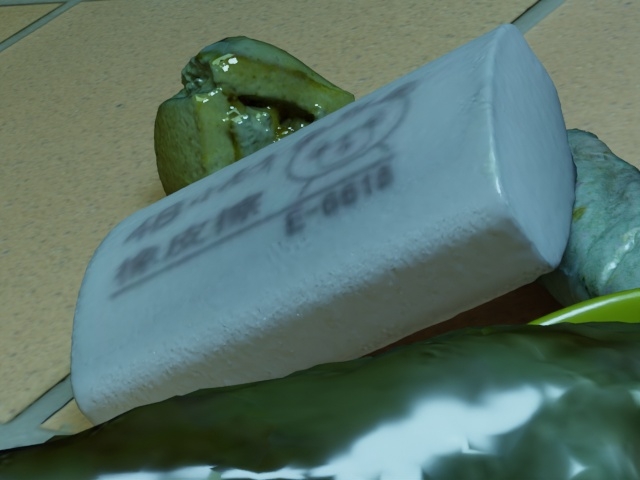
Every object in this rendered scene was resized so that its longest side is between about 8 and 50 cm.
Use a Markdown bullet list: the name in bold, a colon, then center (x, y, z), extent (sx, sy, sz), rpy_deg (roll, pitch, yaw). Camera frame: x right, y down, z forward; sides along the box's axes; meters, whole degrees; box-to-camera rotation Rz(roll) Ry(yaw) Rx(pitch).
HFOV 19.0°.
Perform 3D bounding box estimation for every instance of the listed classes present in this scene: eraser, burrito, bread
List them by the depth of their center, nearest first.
- **burrito**: center (0.164, 0.006, 0.997), extent (0.096, 0.066, 0.309), rpy_deg (-29, 23, -6)
- **eraser**: center (0.000, 0.000, 1.035), extent (0.270, 0.095, 0.174), rpy_deg (-26, 28, 25)
- **bread**: center (-0.047, -0.094, 1.343), extent (0.156, 0.110, 0.103), rpy_deg (-32, 20, -27)

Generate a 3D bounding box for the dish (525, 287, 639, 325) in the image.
- **dish**: center (0.100, 0.126, 0.731), extent (0.262, 0.108, 0.221), rpy_deg (-19, 23, -1)

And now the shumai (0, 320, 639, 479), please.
- **shumai**: center (0.037, 0.227, 0.333), extent (0.397, 0.324, 0.323), rpy_deg (-22, 47, -22)
